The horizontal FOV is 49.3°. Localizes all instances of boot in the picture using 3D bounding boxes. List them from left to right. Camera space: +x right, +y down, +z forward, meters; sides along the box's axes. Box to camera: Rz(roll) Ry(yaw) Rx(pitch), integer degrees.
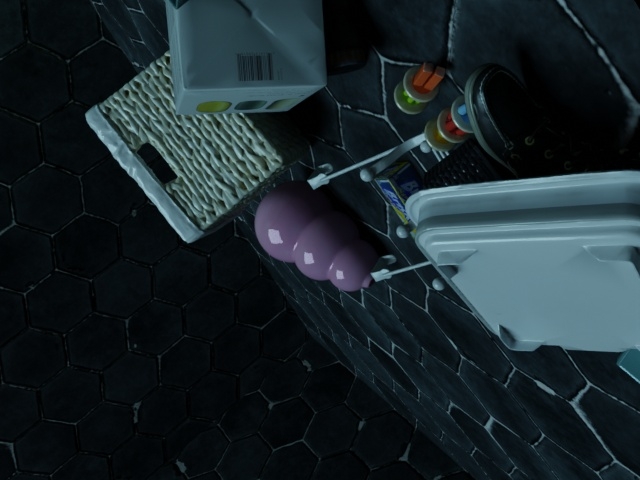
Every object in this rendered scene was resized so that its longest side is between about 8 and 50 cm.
[{"bbox_3d":[0.022,-0.312,1.074,0.219,0.082,0.106,-142,41,-77],"label":"boot"},{"bbox_3d":[0.273,-0.097,0.748,0.236,0.085,0.178,50,166,-24],"label":"boot"}]

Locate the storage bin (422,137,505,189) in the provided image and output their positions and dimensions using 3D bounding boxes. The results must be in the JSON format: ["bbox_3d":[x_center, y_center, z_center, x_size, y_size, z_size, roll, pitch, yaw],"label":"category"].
[{"bbox_3d":[0.204,-0.058,0.914,0.122,0.084,0.180,52,-166,-4],"label":"storage bin"}]

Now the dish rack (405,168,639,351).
[{"bbox_3d":[0.269,0.049,0.772,0.285,0.072,0.333,-4,149,35],"label":"dish rack"}]

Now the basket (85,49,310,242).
[{"bbox_3d":[-0.233,-0.217,1.442,0.328,0.266,0.331,51,-164,-3],"label":"basket"}]

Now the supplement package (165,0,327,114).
[{"bbox_3d":[-0.122,-0.304,1.043,0.263,0.199,0.198,-168,73,-76],"label":"supplement package"}]

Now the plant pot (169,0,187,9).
[{"bbox_3d":[-0.124,-0.430,0.822,0.165,0.234,0.165,53,167,-6],"label":"plant pot"}]

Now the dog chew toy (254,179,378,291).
[{"bbox_3d":[0.000,0.000,1.681,0.332,0.206,0.206,37,163,21],"label":"dog chew toy"}]

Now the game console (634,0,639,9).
[{"bbox_3d":[0.359,-0.110,0.488,0.361,0.044,0.213,50,175,-14],"label":"game console"}]

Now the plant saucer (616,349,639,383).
[{"bbox_3d":[0.457,0.156,0.963,0.067,0.018,0.192,44,166,26],"label":"plant saucer"}]

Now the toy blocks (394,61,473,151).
[{"bbox_3d":[0.164,-0.187,0.920,0.123,0.054,0.148,51,167,-2],"label":"toy blocks"}]

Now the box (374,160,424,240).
[{"bbox_3d":[0.170,-0.059,1.244,0.169,0.054,0.059,54,166,-16],"label":"box"}]

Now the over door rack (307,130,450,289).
[{"bbox_3d":[0.130,-0.035,1.151,0.324,0.108,0.239,-12,117,53],"label":"over door rack"}]
